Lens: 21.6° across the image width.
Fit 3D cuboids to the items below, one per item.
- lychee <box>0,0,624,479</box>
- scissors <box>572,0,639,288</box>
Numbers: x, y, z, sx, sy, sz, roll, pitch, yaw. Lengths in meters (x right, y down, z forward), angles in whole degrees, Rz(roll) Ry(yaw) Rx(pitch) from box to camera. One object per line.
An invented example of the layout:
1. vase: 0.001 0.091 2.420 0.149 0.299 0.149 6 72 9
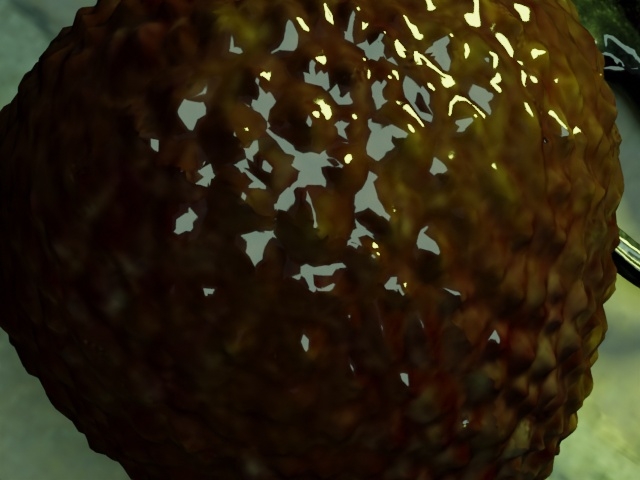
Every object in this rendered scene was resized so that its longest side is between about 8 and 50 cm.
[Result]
1. lychee: -0.005 -0.004 0.473 0.194 0.194 0.194 1 80 -8
2. scissors: 0.082 -0.119 0.587 0.109 0.022 0.300 -28 85 -15
